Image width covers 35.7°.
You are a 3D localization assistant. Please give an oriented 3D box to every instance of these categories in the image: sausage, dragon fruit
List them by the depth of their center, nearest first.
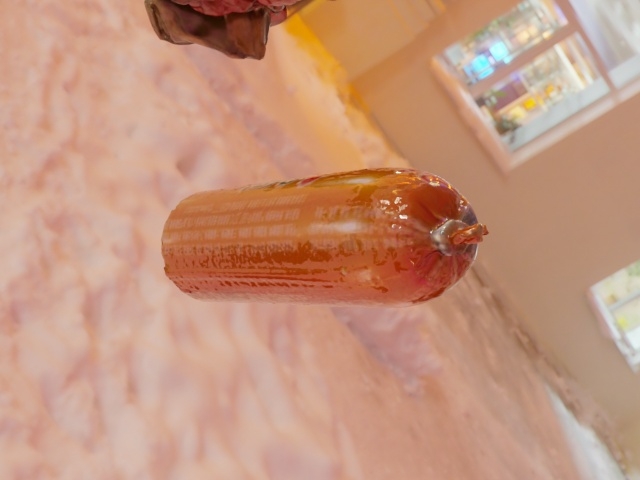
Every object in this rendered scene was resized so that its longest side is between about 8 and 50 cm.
[{"bbox_3d":[0.000,0.000,0.526,0.071,0.234,0.071,2,87,-37],"label":"sausage"},{"bbox_3d":[-0.025,-0.239,0.817,0.152,0.205,0.317,31,32,11],"label":"dragon fruit"}]
